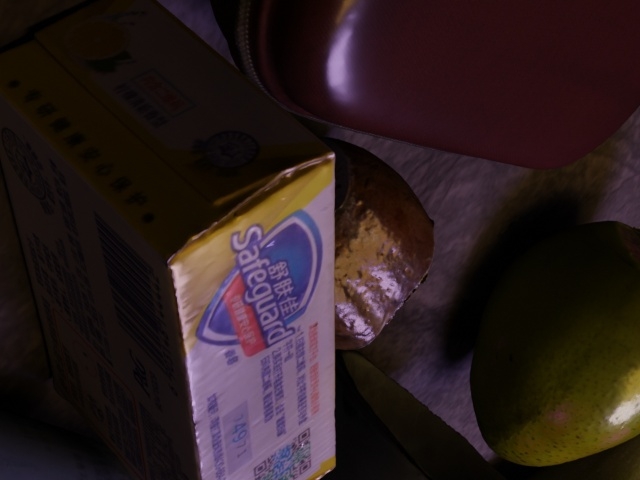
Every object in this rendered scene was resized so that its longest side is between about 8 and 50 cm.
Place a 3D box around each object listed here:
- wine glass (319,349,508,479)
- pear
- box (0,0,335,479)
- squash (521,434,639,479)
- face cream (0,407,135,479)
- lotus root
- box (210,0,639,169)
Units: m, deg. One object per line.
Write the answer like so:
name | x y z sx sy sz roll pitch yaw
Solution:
wine glass | -0.021 0.310 1.077 0.406 0.267 0.267 -47 150 7
pear | 0.214 0.090 1.198 0.187 0.187 0.219 -5 136 -50
box | -0.077 0.023 0.750 0.097 0.168 0.265 -31 143 -25
squash | 0.332 0.268 1.591 0.287 0.137 0.137 -25 142 -38
face cream | -0.163 0.144 0.830 0.385 0.136 0.086 25 84 -54
lotus root | -0.002 -0.001 0.875 0.081 0.112 0.122 34 94 -43
box | 0.105 -0.167 0.824 0.404 0.108 0.263 8 117 -56
